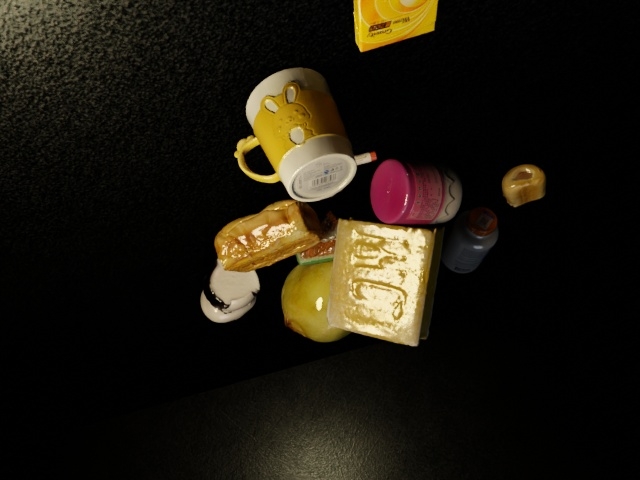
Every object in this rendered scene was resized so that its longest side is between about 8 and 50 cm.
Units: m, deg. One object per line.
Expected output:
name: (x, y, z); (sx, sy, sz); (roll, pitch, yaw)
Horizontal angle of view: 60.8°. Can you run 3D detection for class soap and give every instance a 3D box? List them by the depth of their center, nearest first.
soap: (0.182, 0.104, 1.562); (0.293, 0.336, 0.156); (11, -172, 22)

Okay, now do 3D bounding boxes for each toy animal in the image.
toy animal: (-0.301, 0.175, 1.792); (0.187, 0.165, 0.235); (-23, 158, -28)

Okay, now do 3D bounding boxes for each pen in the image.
pen: (0.029, -0.190, 1.400); (0.238, 0.028, 0.028); (-14, 155, -4)

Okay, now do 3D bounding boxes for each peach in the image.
peach: (0.033, 0.186, 1.832); (0.314, 0.316, 0.282); (-8, 123, 44)

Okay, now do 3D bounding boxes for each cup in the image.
cup: (-0.057, -0.195, 1.103); (0.241, 0.226, 0.185); (-29, 153, 10)

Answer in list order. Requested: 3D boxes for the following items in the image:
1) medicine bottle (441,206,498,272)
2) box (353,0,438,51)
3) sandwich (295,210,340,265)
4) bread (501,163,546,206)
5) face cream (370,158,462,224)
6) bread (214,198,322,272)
medicine bottle: (0.530, -0.007, 1.926); (0.156, 0.157, 0.289); (-12, 155, -9)
box: (0.128, -0.444, 0.917); (0.152, 0.044, 0.269); (-16, 154, 0)
sandwich: (-0.008, 0.003, 1.684); (0.184, 0.109, 0.160); (-19, 157, 5)
bread: (0.638, -0.179, 1.719); (0.134, 0.085, 0.173); (-19, 157, 14)
face cream: (0.260, -0.131, 1.485); (0.194, 0.175, 0.175); (-1, 151, -28)
bread: (-0.148, -0.012, 1.540); (0.294, 0.132, 0.166); (-26, 154, 18)
